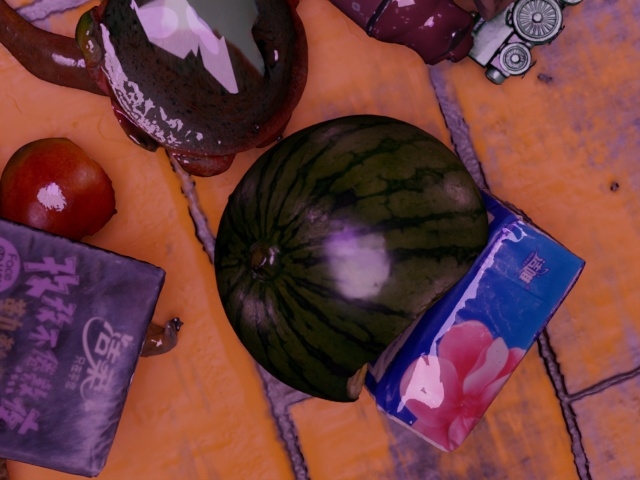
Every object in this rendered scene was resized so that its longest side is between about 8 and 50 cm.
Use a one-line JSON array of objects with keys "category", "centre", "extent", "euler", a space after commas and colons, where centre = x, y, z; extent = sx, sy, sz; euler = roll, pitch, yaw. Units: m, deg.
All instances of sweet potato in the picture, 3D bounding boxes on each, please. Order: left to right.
[{"category": "sweet potato", "centre": [-0.297, -0.217, 1.807], "extent": [0.255, 0.058, 0.078], "euler": [26, 80, -2]}]

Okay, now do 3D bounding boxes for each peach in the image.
[{"category": "peach", "centre": [-0.318, -0.047, 1.807], "extent": [0.151, 0.118, 0.151], "euler": [22, 128, 32]}]

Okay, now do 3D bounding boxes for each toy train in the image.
[{"category": "toy train", "centre": [0.235, -0.268, 1.806], "extent": [0.105, 0.071, 0.178], "euler": [38, 97, 5]}]

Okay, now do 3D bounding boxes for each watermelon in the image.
[{"category": "watermelon", "centre": [0.000, 0.000, 1.702], "extent": [0.331, 0.189, 0.330], "euler": [-8, 75, 30]}]

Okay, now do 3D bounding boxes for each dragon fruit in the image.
[{"category": "dragon fruit", "centre": [-0.137, -0.222, 1.753], "extent": [0.268, 0.130, 0.295], "euler": [-17, 88, -12]}]

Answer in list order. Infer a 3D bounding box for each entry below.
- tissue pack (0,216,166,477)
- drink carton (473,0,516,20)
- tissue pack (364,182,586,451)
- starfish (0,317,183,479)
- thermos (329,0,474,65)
[{"category": "tissue pack", "centre": [-0.368, 0.097, 1.669], "extent": [0.361, 0.122, 0.259], "euler": [18, 91, -30]}, {"category": "drink carton", "centre": [0.122, -0.408, 1.689], "extent": [0.132, 0.194, 0.324], "euler": [-40, 84, 6]}, {"category": "tissue pack", "centre": [0.165, 0.083, 1.786], "extent": [0.137, 0.209, 0.269], "euler": [32, 95, -19]}, {"category": "starfish", "centre": [-0.404, 0.174, 1.784], "extent": [0.432, 0.082, 0.324], "euler": [18, 102, -32]}, {"category": "thermos", "centre": [0.035, -0.306, 1.749], "extent": [0.330, 0.136, 0.109], "euler": [41, 58, 7]}]
